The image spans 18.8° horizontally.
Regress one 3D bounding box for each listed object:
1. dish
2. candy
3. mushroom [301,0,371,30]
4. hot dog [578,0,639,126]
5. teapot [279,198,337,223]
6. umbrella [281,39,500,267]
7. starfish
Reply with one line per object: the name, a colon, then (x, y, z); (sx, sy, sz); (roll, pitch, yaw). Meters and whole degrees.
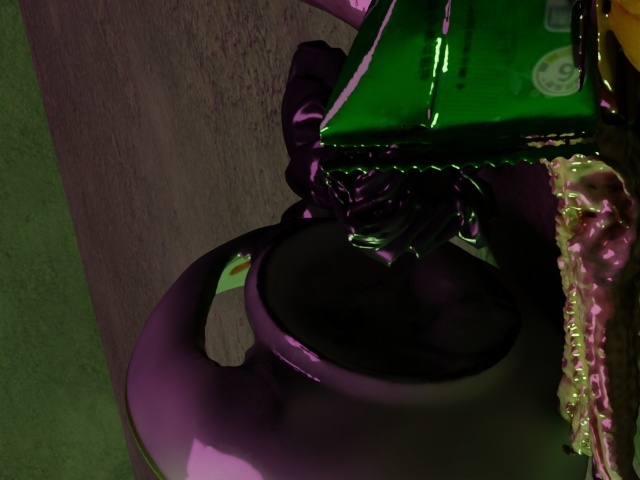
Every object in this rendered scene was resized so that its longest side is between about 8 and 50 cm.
dish: (0.036, 0.071, 1.301); (0.324, 0.324, 0.124); (55, 142, 44)
candy: (0.071, -0.130, 0.942); (0.078, 0.141, 0.203); (-73, -15, -72)
mushroom: (0.027, -0.188, 1.362); (0.270, 0.103, 0.118); (52, 179, 43)
hot dog: (0.175, -0.147, 0.834); (0.326, 0.107, 0.194); (27, -111, -77)
teapot: (0.000, 0.000, 1.688); (0.177, 0.096, 0.087); (157, 93, -75)
umbrella: (0.031, -0.060, 1.281); (0.122, 0.110, 0.272); (37, -177, -19)
starfish: (0.138, -0.068, 1.132); (0.324, 0.082, 0.432); (-81, -24, -83)
